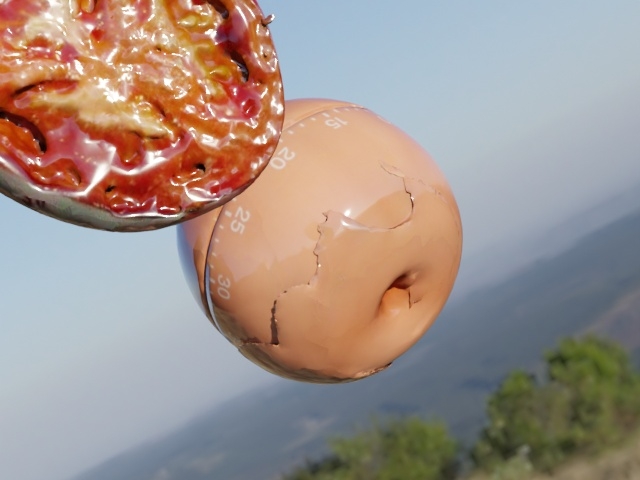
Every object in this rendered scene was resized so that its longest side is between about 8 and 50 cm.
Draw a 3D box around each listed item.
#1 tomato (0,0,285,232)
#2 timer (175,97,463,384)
[{"bbox_3d":[-0.110,-0.079,0.888,0.166,0.174,0.082,-39,4,-10],"label":"tomato"},{"bbox_3d":[0.000,0.000,1.490,0.229,0.215,0.229,-24,-46,-28],"label":"timer"}]
